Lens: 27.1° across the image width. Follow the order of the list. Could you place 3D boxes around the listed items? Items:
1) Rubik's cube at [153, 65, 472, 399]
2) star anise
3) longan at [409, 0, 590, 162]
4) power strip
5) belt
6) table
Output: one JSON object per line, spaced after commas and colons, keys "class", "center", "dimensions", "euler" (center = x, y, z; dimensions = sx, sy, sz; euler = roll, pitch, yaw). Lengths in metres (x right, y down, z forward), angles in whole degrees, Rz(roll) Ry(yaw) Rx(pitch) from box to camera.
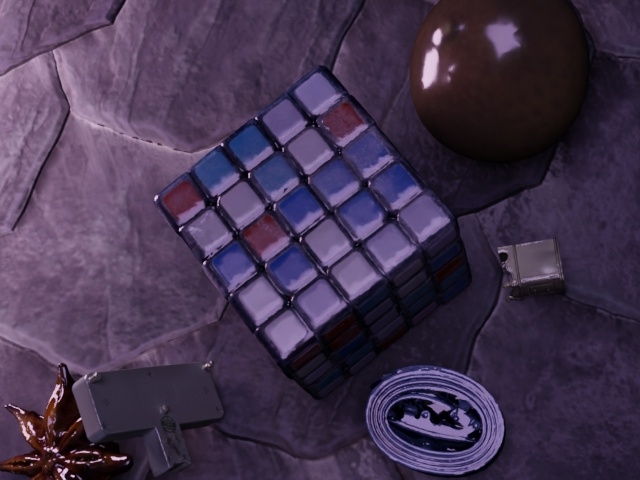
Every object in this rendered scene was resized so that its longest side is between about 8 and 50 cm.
{"class": "Rubik's cube", "center": [0.000, 0.000, 1.754], "dimensions": [0.287, 0.292, 0.293], "euler": [-38, 73, -2]}
{"class": "star anise", "center": [-0.342, 0.307, 1.831], "dimensions": [0.272, 0.102, 0.272], "euler": [-11, 72, 36]}
{"class": "longan", "center": [0.240, -0.232, 1.797], "dimensions": [0.258, 0.258, 0.258], "euler": [-3, 73, 9]}
{"class": "power strip", "center": [-0.214, 0.237, 1.767], "dimensions": [0.061, 0.215, 0.145], "euler": [-35, 68, 38]}
{"class": "belt", "center": [0.151, 0.240, 1.764], "dimensions": [0.190, 0.082, 0.142], "euler": [12, 79, 12]}
{"class": "table", "center": [0.286, 0.042, 1.801], "dimensions": [0.083, 0.079, 0.062], "euler": [-9, 70, 9]}
